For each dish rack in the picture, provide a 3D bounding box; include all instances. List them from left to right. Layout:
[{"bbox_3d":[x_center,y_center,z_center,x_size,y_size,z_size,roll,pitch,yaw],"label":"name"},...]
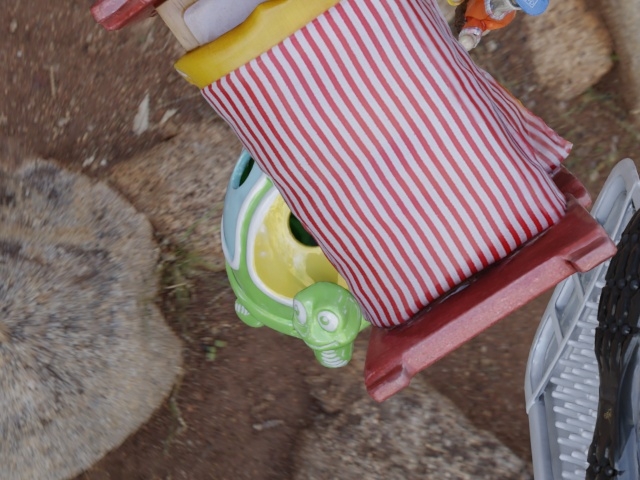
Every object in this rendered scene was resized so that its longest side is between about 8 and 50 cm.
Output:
[{"bbox_3d":[0.276,0.109,1.127,0.072,0.333,0.286,17,120,-3],"label":"dish rack"}]

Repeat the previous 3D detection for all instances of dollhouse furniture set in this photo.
[{"bbox_3d":[0.117,-0.134,0.506,0.374,0.152,0.201,-36,100,12],"label":"dollhouse furniture set"}]

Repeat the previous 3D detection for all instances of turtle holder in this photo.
[{"bbox_3d":[-0.015,-0.009,1.400,0.243,0.227,0.320,17,51,19],"label":"turtle holder"}]

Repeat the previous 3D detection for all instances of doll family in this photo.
[{"bbox_3d":[0.155,-0.283,1.000,0.118,0.163,0.263,37,79,-11],"label":"doll family"}]

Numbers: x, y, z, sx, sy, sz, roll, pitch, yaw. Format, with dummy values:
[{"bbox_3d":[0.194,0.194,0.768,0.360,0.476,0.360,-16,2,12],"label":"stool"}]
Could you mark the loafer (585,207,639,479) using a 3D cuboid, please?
[{"bbox_3d":[0.210,0.087,0.734,0.078,0.076,0.223,5,88,-9],"label":"loafer"}]
